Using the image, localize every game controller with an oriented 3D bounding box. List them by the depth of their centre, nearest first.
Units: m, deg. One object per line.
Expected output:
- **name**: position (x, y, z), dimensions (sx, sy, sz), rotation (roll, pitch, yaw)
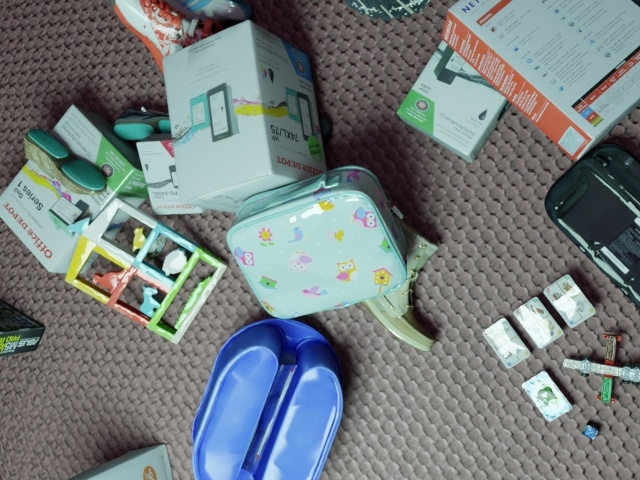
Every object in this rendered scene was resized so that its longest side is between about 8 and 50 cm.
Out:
- **game controller**: position (0.522, -0.006, 1.137), dimensions (0.319, 0.067, 0.166), rotation (49, 116, 14)

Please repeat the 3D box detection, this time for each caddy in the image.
- **caddy**: position (-0.093, 0.311, 1.249), dimensions (0.241, 0.179, 0.341), rotation (20, 94, -7)

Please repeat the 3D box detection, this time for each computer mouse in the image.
- **computer mouse**: position (-0.064, -0.138, 1.325), dimensions (0.071, 0.041, 0.242), rotation (38, 99, 14)

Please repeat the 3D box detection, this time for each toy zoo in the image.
- **toy zoo**: position (-0.353, 0.048, 1.348), dimensions (0.293, 0.030, 0.192), rotation (32, 98, -10)

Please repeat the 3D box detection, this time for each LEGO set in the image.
- **LEGO set**: position (0.420, 0.203, 1.171), dimensions (0.182, 0.060, 0.244), rotation (-41, 76, 24)

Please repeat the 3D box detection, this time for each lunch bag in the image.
- **lunch bag**: position (0.000, 0.000, 1.154), dimensions (0.279, 0.108, 0.224), rotation (-17, 117, 21)

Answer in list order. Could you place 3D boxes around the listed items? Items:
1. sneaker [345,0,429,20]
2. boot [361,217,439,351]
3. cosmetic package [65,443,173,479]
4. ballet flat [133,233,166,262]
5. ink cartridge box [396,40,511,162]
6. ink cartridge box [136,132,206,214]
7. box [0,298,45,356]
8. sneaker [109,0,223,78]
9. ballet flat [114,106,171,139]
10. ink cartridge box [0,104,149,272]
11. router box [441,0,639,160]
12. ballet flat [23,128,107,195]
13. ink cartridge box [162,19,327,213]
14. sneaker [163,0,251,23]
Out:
- **sneaker**: position (0.174, -0.485, 1.249), dimensions (0.283, 0.110, 0.122), rotation (-7, 68, 14)
- **boot**: position (0.156, 0.075, 1.230), dimensions (0.213, 0.077, 0.165), rotation (44, 99, 19)
- **cosmetic package**: position (-0.346, 0.590, 1.255), dimensions (0.097, 0.284, 0.377), rotation (-16, 84, 14)
- **ballet flat**: position (-0.354, 0.025, 1.408), dimensions (0.041, 0.041, 0.114), rotation (44, 100, 14)
- **ink cartridge box**: position (0.254, -0.265, 1.207), dimensions (0.153, 0.087, 0.208), rotation (34, 97, 15)
- **ink cartridge box**: position (-0.278, -0.128, 1.347), dimensions (0.109, 0.063, 0.150), rotation (-1, 113, 18)
- **box**: position (-0.741, 0.150, 1.430), dimensions (0.270, 0.216, 0.060), rotation (27, 96, 16)
- **sneaker**: position (-0.272, -0.407, 1.304), dimensions (0.145, 0.270, 0.090), rotation (-14, 39, 24)
- **ballet flat**: position (-0.312, -0.231, 1.389), dimensions (0.203, 0.074, 0.074), rotation (8, 90, 16)
- **ink cartridge box**: position (-0.493, -0.097, 1.414), dimensions (0.201, 0.117, 0.278), rotation (44, 99, 14)
- **router box**: position (0.418, -0.343, 1.103), dimensions (0.335, 0.082, 0.301), rotation (-40, 76, -10)
- **ballet flat**: position (-0.486, -0.133, 1.327), dimensions (0.206, 0.073, 0.067), rotation (39, 125, 17)
- **ink cartridge box**: position (-0.130, -0.202, 1.239), dimensions (0.197, 0.198, 0.270), rotation (-14, 79, 28)
- **sneaker**: position (-0.243, -0.448, 1.378), dimensions (0.229, 0.087, 0.092), rotation (12, 109, 18)
